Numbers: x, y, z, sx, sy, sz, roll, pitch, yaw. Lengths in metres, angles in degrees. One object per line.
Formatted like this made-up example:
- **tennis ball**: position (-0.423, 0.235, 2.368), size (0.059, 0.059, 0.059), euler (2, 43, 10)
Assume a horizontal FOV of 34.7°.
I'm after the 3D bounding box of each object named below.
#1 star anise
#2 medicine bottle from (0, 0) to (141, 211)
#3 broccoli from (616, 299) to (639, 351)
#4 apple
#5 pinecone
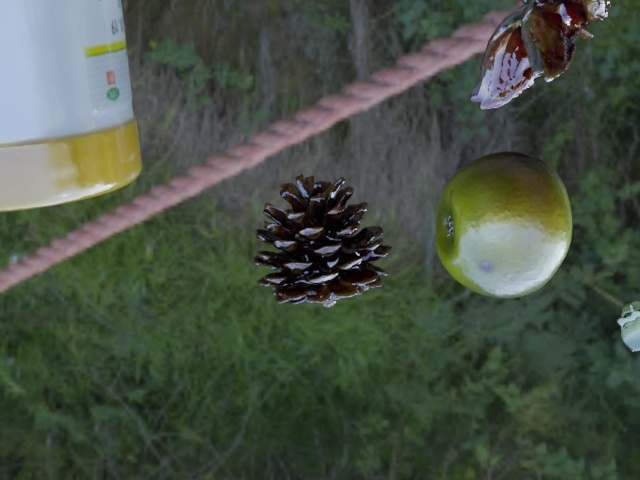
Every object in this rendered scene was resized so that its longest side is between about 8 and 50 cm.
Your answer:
- **star anise**: position (0.266, -0.251, 1.107), size (0.088, 0.288, 0.288), euler (43, 157, -6)
- **medicine bottle**: position (-0.300, -0.161, 0.975), size (0.238, 0.232, 0.238), euler (-3, -165, 1)
- **broccoli**: position (0.316, 0.035, 0.761), size (0.204, 0.118, 0.122), euler (-23, 151, 39)
- **apple**: position (0.239, -0.020, 1.359), size (0.157, 0.196, 0.196), euler (1, 166, -14)
- **pinecone**: position (0.000, 0.000, 1.453), size (0.208, 0.208, 0.208), euler (-1, 166, 0)
